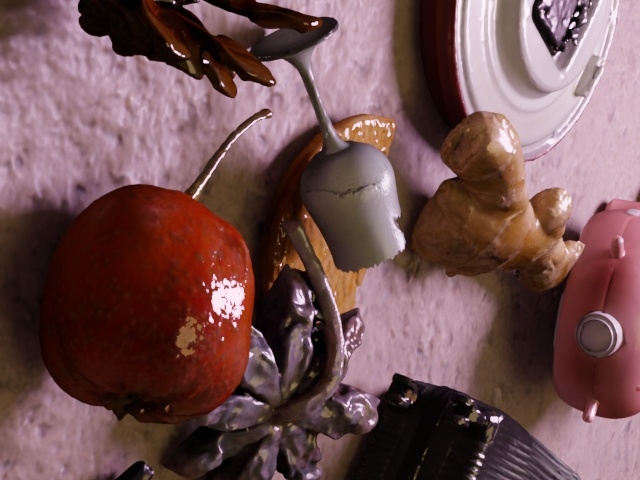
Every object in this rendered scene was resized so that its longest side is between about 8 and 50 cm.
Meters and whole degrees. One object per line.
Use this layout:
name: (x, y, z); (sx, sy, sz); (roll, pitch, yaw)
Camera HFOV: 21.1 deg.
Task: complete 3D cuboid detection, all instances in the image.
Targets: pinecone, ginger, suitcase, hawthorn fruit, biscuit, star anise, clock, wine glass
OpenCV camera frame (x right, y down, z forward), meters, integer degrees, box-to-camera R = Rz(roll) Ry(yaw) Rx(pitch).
pinecone: (-0.083, -0.215, 1.113); (0.229, 0.202, 0.201); (43, 76, -30)
ginger: (0.175, -0.014, 1.639); (0.148, 0.081, 0.333); (-47, 145, 6)
suitcase: (0.136, 0.262, 1.671); (0.312, 0.128, 0.202); (39, 71, -53)
hawthorn fruit: (-0.099, -0.006, 1.238); (0.165, 0.165, 0.285); (55, 49, -48)
biscuit: (-0.001, 0.000, 1.460); (0.144, 0.033, 0.224); (3, 99, -50)
star anise: (-0.036, 0.115, 1.391); (0.230, 0.081, 0.262); (10, 106, -30)
clock: (0.206, -0.229, 1.620); (0.318, 0.080, 0.319); (-27, 125, -47)
wine glass: (0.010, -0.074, 1.369); (0.079, 0.079, 0.196); (-41, 119, -39)
clock: (0.331, 0.081, 1.822); (0.241, 0.142, 0.227); (-18, 118, -66)

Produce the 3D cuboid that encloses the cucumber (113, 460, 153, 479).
cucumber: (-0.177, 0.220, 1.305); (0.034, 0.033, 0.135); (41, 64, -18)
